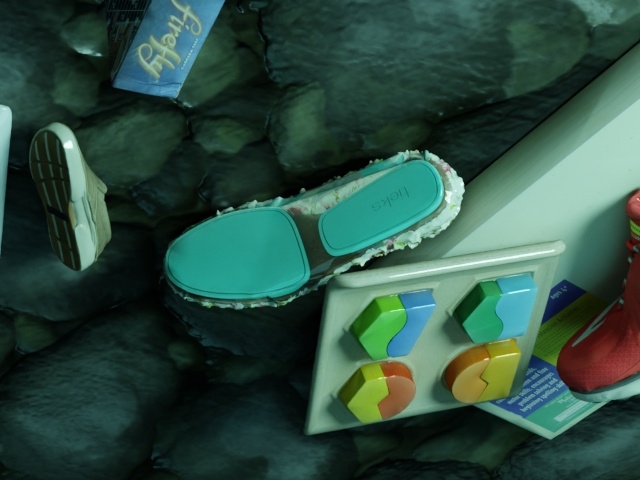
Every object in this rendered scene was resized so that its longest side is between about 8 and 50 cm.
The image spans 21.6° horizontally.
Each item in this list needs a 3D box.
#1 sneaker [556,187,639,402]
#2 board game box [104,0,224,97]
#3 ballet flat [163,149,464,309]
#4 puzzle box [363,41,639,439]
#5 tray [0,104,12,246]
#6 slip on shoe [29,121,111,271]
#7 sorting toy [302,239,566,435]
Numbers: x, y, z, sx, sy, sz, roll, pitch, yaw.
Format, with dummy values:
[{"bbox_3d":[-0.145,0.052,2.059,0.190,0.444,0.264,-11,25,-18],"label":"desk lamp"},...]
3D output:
[{"bbox_3d":[0.268,0.013,1.280,0.118,0.107,0.279,35,121,-16],"label":"sneaker"},{"bbox_3d":[-0.065,-0.223,0.954,0.042,0.165,0.243,12,135,-23],"label":"board game box"},{"bbox_3d":[0.000,0.000,1.287,0.241,0.091,0.077,-16,167,13],"label":"ballet flat"},{"bbox_3d":[0.238,0.003,1.353,0.272,0.052,0.409,27,127,-35],"label":"puzzle box"},{"bbox_3d":[-0.312,0.001,1.259,0.145,0.030,0.270,1,138,-14],"label":"tray"},{"bbox_3d":[-0.179,-0.037,1.237,0.041,0.051,0.135,-37,140,-31],"label":"slip on shoe"},{"bbox_3d":[0.089,0.085,1.324,0.193,0.038,0.208,-9,141,-17],"label":"sorting toy"}]
